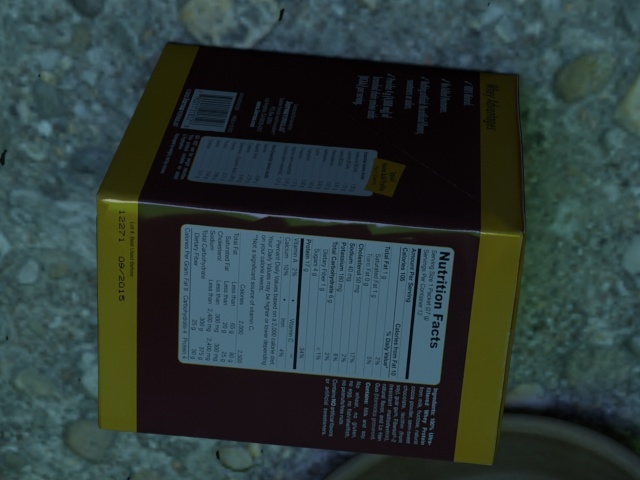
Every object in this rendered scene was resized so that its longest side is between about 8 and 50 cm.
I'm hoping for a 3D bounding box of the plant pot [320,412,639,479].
[{"bbox_3d":[0.110,0.268,0.959,0.263,0.263,0.229,-11,135,11],"label":"plant pot"}]

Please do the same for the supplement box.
[{"bbox_3d":[0.000,0.000,0.830,0.194,0.191,0.129,5,118,3],"label":"supplement box"}]
